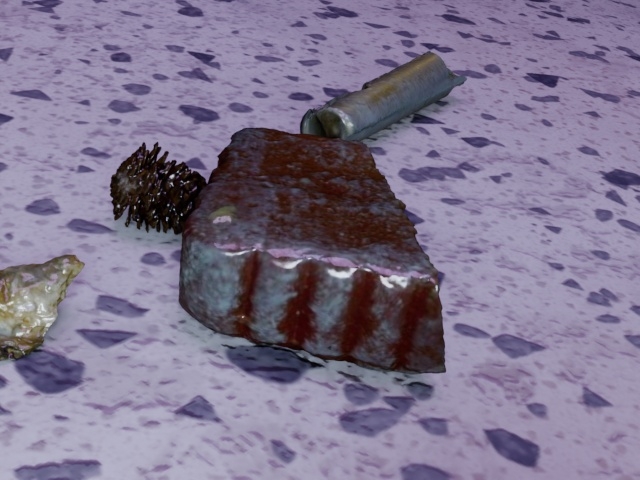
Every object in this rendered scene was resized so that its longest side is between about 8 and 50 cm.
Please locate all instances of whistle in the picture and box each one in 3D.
[{"bbox_3d":[0.084,-0.167,1.106,0.068,0.057,0.326,27,32,21],"label":"whistle"}]

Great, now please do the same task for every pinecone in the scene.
[{"bbox_3d":[-0.136,-0.040,0.789,0.083,0.077,0.077,27,23,-22],"label":"pinecone"}]

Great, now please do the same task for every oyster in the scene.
[{"bbox_3d":[-0.239,0.056,0.620,0.146,0.045,0.121,6,43,-8],"label":"oyster"}]

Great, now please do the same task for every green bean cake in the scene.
[{"bbox_3d":[0.000,0.000,0.736,0.199,0.097,0.232,9,29,-2],"label":"green bean cake"}]
